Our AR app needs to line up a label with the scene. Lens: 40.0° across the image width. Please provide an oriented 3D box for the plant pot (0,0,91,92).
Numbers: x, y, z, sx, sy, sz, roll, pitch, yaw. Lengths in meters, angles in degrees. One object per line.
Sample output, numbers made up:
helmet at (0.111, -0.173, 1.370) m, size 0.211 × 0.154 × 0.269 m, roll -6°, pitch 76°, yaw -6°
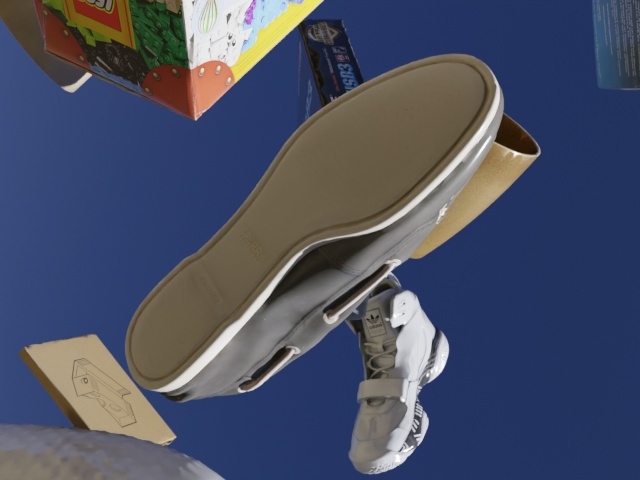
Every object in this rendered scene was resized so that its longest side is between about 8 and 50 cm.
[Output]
plant pot at (-0.416, -0.452, 1.586) m, size 0.274 × 0.256 × 0.256 m, roll -34°, pitch -120°, yaw 3°

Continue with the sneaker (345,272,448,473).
sneaker at (0.106, 0.222, 1.556) m, size 0.137 × 0.366 × 0.210 m, roll -14°, pitch -63°, yaw 34°

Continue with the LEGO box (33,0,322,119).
LEGO box at (-0.053, -0.417, 0.796) m, size 0.193 × 0.500 × 0.373 m, roll 26°, pitch -36°, yaw 19°

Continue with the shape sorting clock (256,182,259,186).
shape sorting clock at (-0.086, -0.003, 1.577) m, size 0.040 × 0.206 × 0.206 m, roll -18°, pitch -109°, yaw 5°

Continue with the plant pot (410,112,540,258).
plant pot at (0.182, -0.105, 1.426) m, size 0.237 × 0.237 × 0.254 m, roll 50°, pitch -61°, yaw 34°

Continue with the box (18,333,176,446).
box at (-0.304, 0.217, 1.217) m, size 0.021 × 0.164 × 0.201 m, roll -45°, pitch -104°, yaw 13°

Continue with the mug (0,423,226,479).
mug at (-0.269, 0.371, 0.937) m, size 0.327 × 0.374 × 0.276 m, roll 0°, pitch -65°, yaw 14°

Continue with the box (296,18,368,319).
box at (0.016, -0.095, 1.173) m, size 0.293 × 0.073 × 0.296 m, roll -104°, pitch -167°, yaw -45°

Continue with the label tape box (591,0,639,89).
label tape box at (0.369, -0.278, 0.892) m, size 0.105 × 0.334 × 0.241 m, roll -7°, pitch -80°, yaw 3°

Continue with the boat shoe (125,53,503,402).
boat shoe at (0.000, 0.000, 0.635) m, size 0.335 × 0.095 × 0.112 m, roll -40°, pitch -125°, yaw 16°
